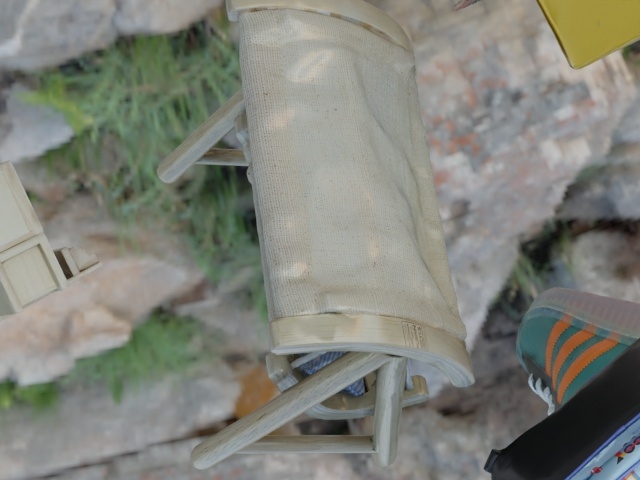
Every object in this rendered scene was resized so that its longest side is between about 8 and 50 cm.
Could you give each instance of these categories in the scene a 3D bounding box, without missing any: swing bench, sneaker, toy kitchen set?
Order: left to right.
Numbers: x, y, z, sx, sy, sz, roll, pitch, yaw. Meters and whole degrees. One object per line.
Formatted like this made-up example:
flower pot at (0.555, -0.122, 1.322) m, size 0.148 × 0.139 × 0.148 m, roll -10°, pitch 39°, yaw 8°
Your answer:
toy kitchen set at (-0.164, -0.004, 0.827) m, size 0.068 × 0.075 × 0.083 m, roll -29°, pitch -170°, yaw -31°
swing bench at (0.000, 0.000, 1.059) m, size 0.165 × 0.253 × 0.255 m, roll 1°, pitch 154°, yaw -18°
sneaker at (0.200, 0.111, 1.082) m, size 0.108 × 0.121 × 0.302 m, roll 32°, pitch 172°, yaw -13°

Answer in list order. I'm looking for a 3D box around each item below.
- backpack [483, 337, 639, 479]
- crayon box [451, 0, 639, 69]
backpack at (0.198, 0.151, 0.821) m, size 0.158 × 0.117 × 0.173 m, roll -38°, pitch 107°, yaw -4°
crayon box at (0.256, -0.202, 0.922) m, size 0.318 × 0.081 × 0.202 m, roll -28°, pitch -178°, yaw 36°
